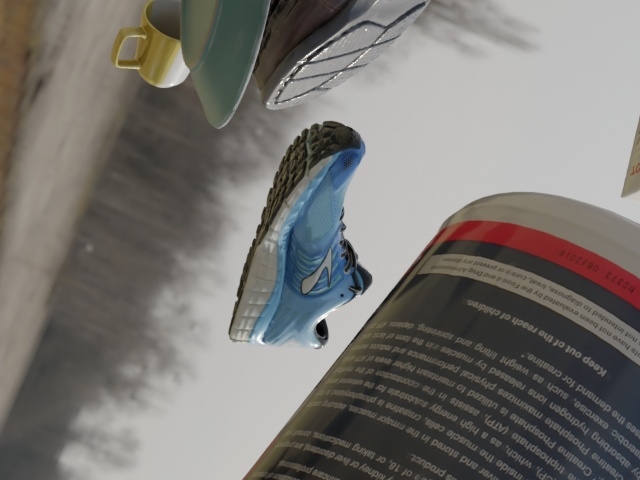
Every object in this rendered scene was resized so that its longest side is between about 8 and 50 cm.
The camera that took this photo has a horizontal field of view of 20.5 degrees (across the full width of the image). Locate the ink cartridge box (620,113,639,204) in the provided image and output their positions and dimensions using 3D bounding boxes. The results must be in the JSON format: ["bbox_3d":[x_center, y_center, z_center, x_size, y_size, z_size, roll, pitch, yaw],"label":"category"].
[{"bbox_3d":[0.352,-0.135,1.536,0.160,0.092,0.219,147,-41,-73],"label":"ink cartridge box"}]

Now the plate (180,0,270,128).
[{"bbox_3d":[-0.053,-0.156,0.972,0.188,0.024,0.188,-174,-90,-76],"label":"plate"}]

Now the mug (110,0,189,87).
[{"bbox_3d":[-0.137,-0.168,1.511,0.062,0.078,0.064,-86,-163,-47],"label":"mug"}]

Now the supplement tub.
[{"bbox_3d":[0.063,0.131,0.746,0.272,0.191,0.191,-50,180,-22],"label":"supplement tub"}]

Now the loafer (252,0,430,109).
[{"bbox_3d":[0.029,-0.204,1.294,0.109,0.095,0.302,-18,165,-36],"label":"loafer"}]

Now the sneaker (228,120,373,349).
[{"bbox_3d":[0.000,0.000,1.030,0.063,0.073,0.162,-81,-170,-51],"label":"sneaker"}]
